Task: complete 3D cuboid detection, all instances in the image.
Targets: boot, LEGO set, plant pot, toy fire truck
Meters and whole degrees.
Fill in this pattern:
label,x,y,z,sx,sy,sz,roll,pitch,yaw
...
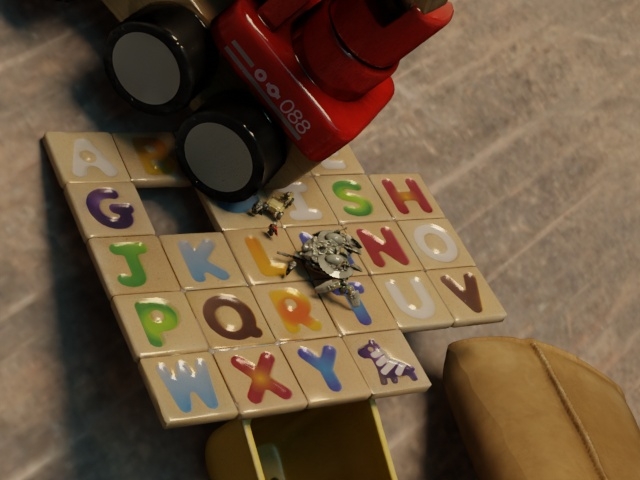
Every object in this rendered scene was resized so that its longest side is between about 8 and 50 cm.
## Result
label,x,y,z,sx,sy,sz,roll,pitch,yaw
boot,0.101,0.137,0.718,0.236,0.089,0.269,30,22,-21
LEGO set,-0.002,0.000,0.743,0.083,0.023,0.054,37,40,10
plant pot,-0.017,0.128,0.721,0.081,0.083,0.081,-11,81,-34
toy fire truck,-0.021,-0.155,0.691,0.217,0.246,0.158,51,39,-8

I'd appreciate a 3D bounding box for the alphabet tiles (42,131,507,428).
label,x,y,z,sx,sy,sz,roll,pitch,yaw
alphabet tiles,-0.014,0.009,0.753,0.237,0.009,0.198,-4,49,-33
